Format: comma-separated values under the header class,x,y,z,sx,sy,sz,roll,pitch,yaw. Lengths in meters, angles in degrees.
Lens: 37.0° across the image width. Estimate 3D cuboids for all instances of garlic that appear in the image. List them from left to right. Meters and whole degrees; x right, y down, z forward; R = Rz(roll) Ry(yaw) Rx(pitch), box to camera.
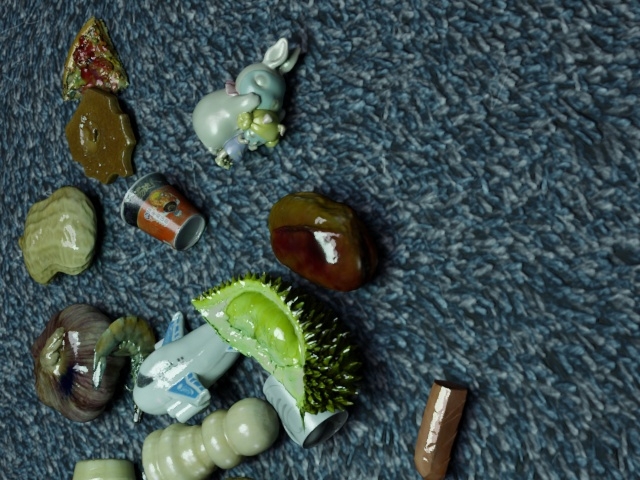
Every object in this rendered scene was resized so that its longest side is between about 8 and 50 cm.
class,x,y,z,sx,sy,sz,roll,pitch,yaw
garlic,-0.507,0.247,1.948,0.245,0.160,0.245,-5,82,40

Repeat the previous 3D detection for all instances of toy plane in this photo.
class,x,y,z,sx,sy,sz,roll,pitch,yaw
toy plane,-0.244,0.224,1.789,0.266,0.122,0.267,-28,36,23

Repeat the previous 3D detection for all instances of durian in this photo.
class,x,y,z,sx,sy,sz,roll,pitch,yaw
durian,-0.060,0.165,1.655,0.352,0.158,0.169,39,94,32

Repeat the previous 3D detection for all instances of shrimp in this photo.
class,x,y,z,sx,sy,sz,roll,pitch,yaw
shrimp,-0.385,0.257,1.884,0.051,0.150,0.217,-3,89,42

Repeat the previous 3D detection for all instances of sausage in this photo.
class,x,y,z,sx,sy,sz,roll,pitch,yaw
sausage,0.192,0.314,1.550,0.065,0.065,0.169,17,95,33

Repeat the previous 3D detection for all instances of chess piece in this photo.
class,x,y,z,sx,sy,sz,roll,pitch,yaw
chess piece,-0.191,0.376,1.760,0.260,0.142,0.143,-27,71,22

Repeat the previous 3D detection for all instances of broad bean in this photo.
class,x,y,z,sx,sy,sz,roll,pitch,yaw
broad bean,0.002,0.001,1.671,0.228,0.122,0.156,31,128,38

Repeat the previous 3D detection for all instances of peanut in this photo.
class,x,y,z,sx,sy,sz,roll,pitch,yaw
peanut,-0.567,-0.008,2.053,0.233,0.110,0.197,-20,74,28

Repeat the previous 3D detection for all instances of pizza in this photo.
class,x,y,z,sx,sy,sz,roll,pitch,yaw
pizza,-0.489,-0.383,2.072,0.193,0.053,0.201,21,97,33

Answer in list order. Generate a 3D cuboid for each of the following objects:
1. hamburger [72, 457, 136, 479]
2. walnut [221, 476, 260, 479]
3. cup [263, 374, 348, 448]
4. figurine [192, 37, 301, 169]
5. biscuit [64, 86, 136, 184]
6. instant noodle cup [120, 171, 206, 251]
class,x,y,z,sx,sy,sz,roll,pitch,yaw
hamburger,-0.436,0.479,1.907,0.141,0.126,0.082,-10,70,27
walnut,-0.156,0.520,1.660,0.228,0.228,0.228,-4,83,33
cup,-0.038,0.297,1.678,0.136,0.099,0.133,-49,63,18
figurine,-0.120,-0.256,1.777,0.235,0.127,0.155,-35,49,23
biscuit,-0.459,-0.211,2.039,0.215,0.034,0.182,50,122,21
instant noodle cup,-0.303,-0.049,1.884,0.135,0.127,0.127,35,104,23
